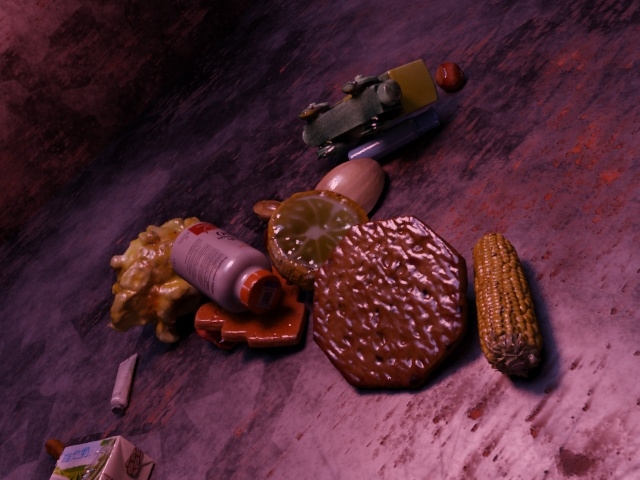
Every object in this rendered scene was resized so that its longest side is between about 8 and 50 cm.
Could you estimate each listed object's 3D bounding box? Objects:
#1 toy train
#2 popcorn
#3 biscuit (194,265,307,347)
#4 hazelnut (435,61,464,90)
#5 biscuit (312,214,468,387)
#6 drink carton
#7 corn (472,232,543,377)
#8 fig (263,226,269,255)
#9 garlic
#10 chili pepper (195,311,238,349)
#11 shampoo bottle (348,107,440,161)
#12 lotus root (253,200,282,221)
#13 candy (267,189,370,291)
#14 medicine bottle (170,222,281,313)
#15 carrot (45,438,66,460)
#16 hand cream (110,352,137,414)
[{"bbox_3d":[0.119,-0.349,1.809,0.253,0.160,0.397,-27,6,-35],"label":"toy train"},{"bbox_3d":[-0.423,0.090,1.811,0.335,0.274,0.279,-38,31,2],"label":"popcorn"},{"bbox_3d":[-0.144,0.172,1.605,0.284,0.043,0.306,-28,38,-25],"label":"biscuit"},{"bbox_3d":[0.364,-0.462,1.891,0.086,0.086,0.086,-25,36,20],"label":"hazelnut"},{"bbox_3d":[0.131,0.123,1.330,0.359,0.046,0.359,-11,71,33],"label":"biscuit"},{"bbox_3d":[-0.511,0.601,1.426,0.194,0.132,0.325,-19,37,29],"label":"drink carton"},{"bbox_3d":[0.335,0.113,1.220,0.115,0.115,0.318,-22,35,24],"label":"corn"},{"bbox_3d":[-0.067,-0.037,1.762,0.146,0.134,0.201,-11,33,21],"label":"fig"},{"bbox_3d":[0.076,-0.127,1.742,0.245,0.145,0.164,-44,2,-11],"label":"garlic"},{"bbox_3d":[-0.271,0.211,1.696,0.086,0.084,0.192,-8,18,-39],"label":"chili pepper"},{"bbox_3d":[0.201,-0.276,1.817,0.258,0.061,0.104,-27,0,16],"label":"shampoo bottle"},{"bbox_3d":[-0.150,-0.086,1.943,0.072,0.063,0.152,-15,13,-37],"label":"lotus root"},{"bbox_3d":[0.000,0.000,1.573,0.259,0.118,0.260,1,58,-2],"label":"candy"},{"bbox_3d":[-0.218,0.072,1.589,0.288,0.157,0.157,27,70,41],"label":"medicine bottle"},{"bbox_3d":[-0.653,0.545,1.705,0.170,0.042,0.042,6,54,46],"label":"carrot"},{"bbox_3d":[-0.522,0.380,1.780,0.067,0.042,0.194,-37,28,17],"label":"hand cream"}]
